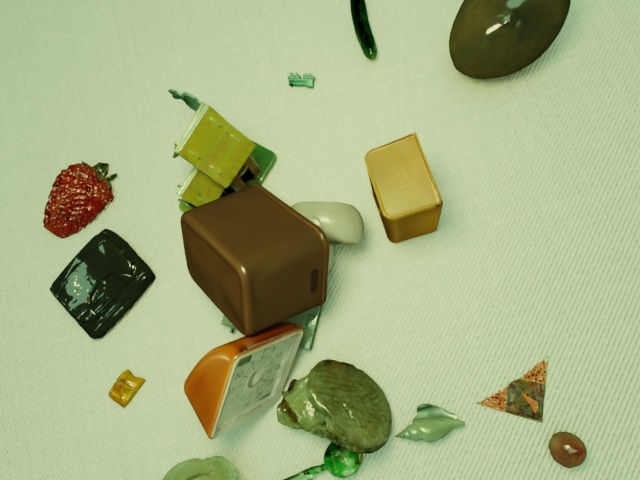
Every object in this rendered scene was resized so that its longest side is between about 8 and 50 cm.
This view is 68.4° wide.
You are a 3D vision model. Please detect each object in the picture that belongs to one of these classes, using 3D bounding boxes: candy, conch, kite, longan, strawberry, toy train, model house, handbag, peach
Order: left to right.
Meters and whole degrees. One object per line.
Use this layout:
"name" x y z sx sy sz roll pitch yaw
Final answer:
"strawberry" -0.780 -0.141 1.493 0.188 0.106 0.286 31 85 17
"handbag" -0.664 0.128 1.426 0.244 0.088 0.275 42 86 12
"model house" -0.363 -0.245 1.331 0.340 0.324 0.301 30 83 15
"toy train" -0.061 -0.507 1.494 0.092 0.029 0.045 5 94 15
"candy" -0.037 0.606 1.218 0.323 0.097 0.097 -29 74 11
"conch" 0.273 0.471 1.199 0.180 0.088 0.065 -14 119 0
"longan" 0.515 -0.600 1.294 0.350 0.288 0.288 -44 74 7
"kite" 0.522 0.406 1.191 0.222 0.008 0.125 -33 74 1
"peach" 0.590 0.499 1.124 0.083 0.083 0.083 -2 77 9

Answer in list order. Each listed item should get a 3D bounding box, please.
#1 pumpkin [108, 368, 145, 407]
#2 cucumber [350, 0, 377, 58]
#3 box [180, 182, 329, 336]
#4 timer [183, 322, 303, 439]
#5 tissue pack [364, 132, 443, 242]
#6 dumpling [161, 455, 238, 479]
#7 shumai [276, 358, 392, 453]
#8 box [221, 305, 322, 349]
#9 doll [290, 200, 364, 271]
"pumpkin" -0.566 0.427 1.362 0.073 0.035 0.101 31 82 12
"cucumber" 0.131 -0.688 1.489 0.056 0.056 0.285 -13 71 7
"box" -0.175 0.044 1.190 0.229 0.240 0.339 -24 43 -32
"timer" -0.180 0.318 1.175 0.161 0.257 0.250 46 119 22
"tissue pack" 0.213 -0.123 1.228 0.145 0.274 0.195 -17 74 6
"dumpling" -0.333 0.698 1.171 0.320 0.212 0.270 -20 71 -6
"shumai" 0.036 0.443 1.206 0.272 0.222 0.204 43 124 8
"box" -0.131 0.188 1.336 0.270 0.045 0.211 12 80 12
"doll" 0.000 0.000 1.286 0.250 0.221 0.221 -3 75 36
